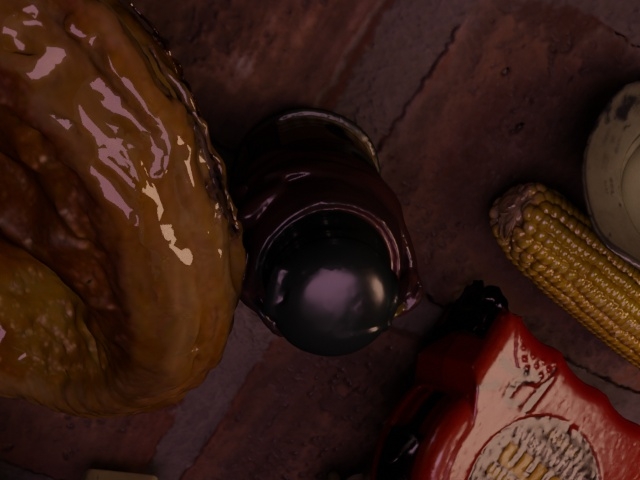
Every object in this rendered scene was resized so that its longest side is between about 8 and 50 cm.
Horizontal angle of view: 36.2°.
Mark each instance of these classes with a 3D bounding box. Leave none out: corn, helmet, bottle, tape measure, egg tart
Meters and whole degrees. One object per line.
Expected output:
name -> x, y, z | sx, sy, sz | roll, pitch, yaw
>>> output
corn -> 0.254, 0.039, 0.889 | 0.248, 0.081, 0.081 | 38, 104, -19
helmet -> 0.339, -0.023, 0.846 | 0.257, 0.137, 0.204 | 15, 74, 5
bottle -> 0.000, 0.000, 0.742 | 0.156, 0.271, 0.143 | 14, 111, -12
tape measure -> 0.162, 0.209, 0.898 | 0.253, 0.114, 0.260 | 39, 78, -20
egg tart -> -0.230, -0.063, 0.704 | 0.443, 0.178, 0.443 | 18, 133, 20

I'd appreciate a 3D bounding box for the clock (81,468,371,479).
clock -> -0.058, 0.348, 0.970 | 0.378, 0.120, 0.277 | 3, 115, -7
